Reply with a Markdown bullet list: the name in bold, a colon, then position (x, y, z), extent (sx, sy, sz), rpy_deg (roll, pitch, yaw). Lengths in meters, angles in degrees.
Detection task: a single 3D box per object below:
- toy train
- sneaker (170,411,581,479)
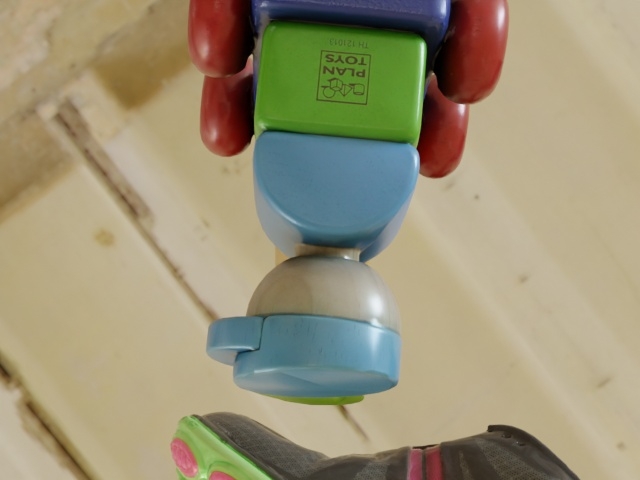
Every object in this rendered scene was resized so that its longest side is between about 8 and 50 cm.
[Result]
- **toy train**: position (0.000, 0.000, 0.516), extent (0.248, 0.105, 0.143), rpy_deg (100, -4, -75)
- **sneaker**: position (0.093, 0.247, 1.077), extent (0.482, 0.185, 0.202), rpy_deg (17, -143, 23)
